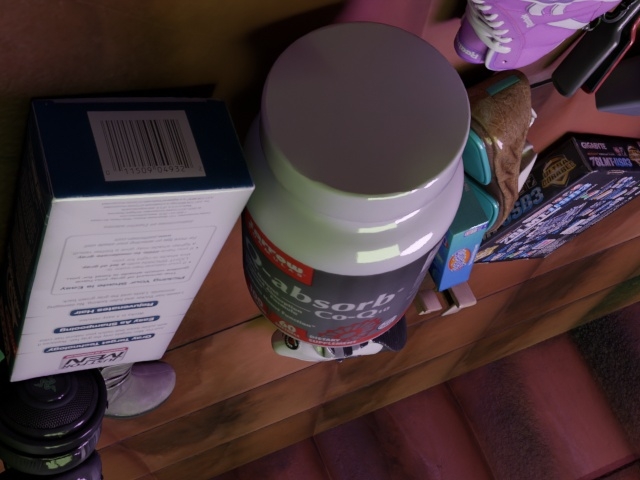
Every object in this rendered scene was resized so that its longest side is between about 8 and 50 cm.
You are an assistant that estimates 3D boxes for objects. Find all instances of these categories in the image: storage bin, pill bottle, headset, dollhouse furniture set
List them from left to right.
[{"bbox_3d":[-0.284,0.241,0.982,0.185,0.394,0.243,-11,118,-31],"label":"headset"},{"bbox_3d":[0.024,-0.039,0.850,0.210,0.210,0.363,-20,159,-12],"label":"pill bottle"},{"bbox_3d":[0.130,0.032,1.216,0.182,0.161,0.101,-10,155,-37],"label":"dollhouse furniture set"},{"bbox_3d":[0.410,-0.200,1.074,0.091,0.098,0.135,-5,179,44],"label":"storage bin"}]

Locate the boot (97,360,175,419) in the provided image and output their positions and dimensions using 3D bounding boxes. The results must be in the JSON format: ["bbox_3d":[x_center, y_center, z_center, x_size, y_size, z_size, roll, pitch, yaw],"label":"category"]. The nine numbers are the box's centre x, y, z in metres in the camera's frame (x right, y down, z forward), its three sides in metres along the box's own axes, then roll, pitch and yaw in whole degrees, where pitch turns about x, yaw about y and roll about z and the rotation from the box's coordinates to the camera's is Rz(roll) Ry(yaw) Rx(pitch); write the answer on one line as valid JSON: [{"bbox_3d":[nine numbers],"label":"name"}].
[{"bbox_3d":[-0.303,0.207,1.297,0.246,0.083,0.161,-7,148,-43],"label":"boot"}]

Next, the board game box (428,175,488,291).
[{"bbox_3d":[0.137,-0.044,1.037,0.047,0.160,0.210,-22,159,-5],"label":"board game box"}]

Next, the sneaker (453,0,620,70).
[{"bbox_3d":[0.153,-0.206,0.739,0.282,0.102,0.161,-5,156,-42],"label":"sneaker"}]

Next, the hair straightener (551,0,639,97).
[{"bbox_3d":[0.319,-0.237,0.920,0.089,0.047,0.230,-13,157,-28],"label":"hair straightener"}]

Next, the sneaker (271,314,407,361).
[{"bbox_3d":[0.037,0.154,1.524,0.146,0.122,0.330,-15,169,33],"label":"sneaker"}]

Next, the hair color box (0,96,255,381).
[{"bbox_3d":[-0.206,0.011,0.827,0.174,0.105,0.347,-5,150,-29],"label":"hair color box"}]

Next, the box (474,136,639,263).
[{"bbox_3d":[0.388,-0.060,1.411,0.293,0.073,0.295,-2,151,-44],"label":"box"}]

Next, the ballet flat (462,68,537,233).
[{"bbox_3d":[0.218,-0.110,1.075,0.124,0.116,0.342,-42,158,-8],"label":"ballet flat"}]
